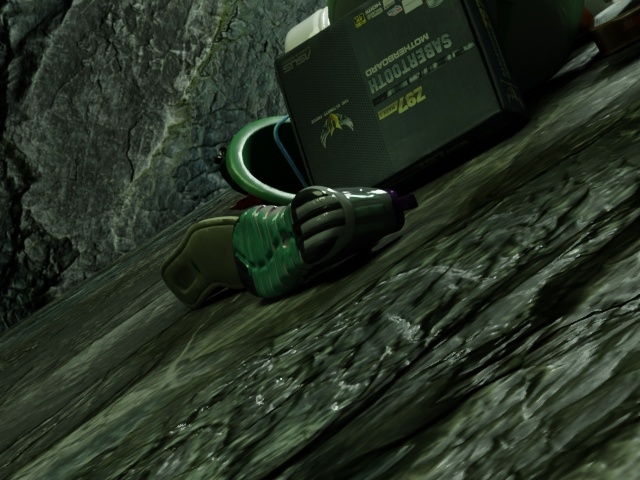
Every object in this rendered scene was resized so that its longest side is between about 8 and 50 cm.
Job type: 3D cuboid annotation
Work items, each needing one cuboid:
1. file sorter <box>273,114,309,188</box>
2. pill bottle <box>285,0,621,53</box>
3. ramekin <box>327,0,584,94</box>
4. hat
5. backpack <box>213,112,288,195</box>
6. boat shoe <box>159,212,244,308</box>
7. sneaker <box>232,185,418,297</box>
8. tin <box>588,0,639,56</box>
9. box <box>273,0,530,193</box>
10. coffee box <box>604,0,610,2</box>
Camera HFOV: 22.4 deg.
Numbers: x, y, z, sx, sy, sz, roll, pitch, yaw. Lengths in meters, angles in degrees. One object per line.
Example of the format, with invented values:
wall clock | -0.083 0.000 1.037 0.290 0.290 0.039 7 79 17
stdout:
file sorter | 0.051 -0.121 1.782 0.170 0.118 0.104 -19 18 48
pill bottle | 0.164 -0.288 2.071 0.392 0.224 0.224 -30 6 22
ramekin | 0.150 -0.284 1.770 0.303 0.303 0.148 -26 43 45
hat | -0.035 -0.035 1.964 0.208 0.173 0.183 -79 -2 -52
backpack | -0.066 -0.140 2.613 0.152 0.115 0.182 -16 12 29
boat shoe | -0.094 0.007 1.693 0.079 0.084 0.233 -36 4 -28
sneaker | 0.000 0.000 1.419 0.098 0.083 0.224 -9 -3 -26
tin | 0.339 -0.243 1.725 0.106 0.040 0.189 -26 7 15
box | 0.076 -0.151 1.625 0.233 0.183 0.059 -29 -22 30
coffee box | 0.402 -0.338 1.652 0.246 0.098 0.141 -17 14 27
